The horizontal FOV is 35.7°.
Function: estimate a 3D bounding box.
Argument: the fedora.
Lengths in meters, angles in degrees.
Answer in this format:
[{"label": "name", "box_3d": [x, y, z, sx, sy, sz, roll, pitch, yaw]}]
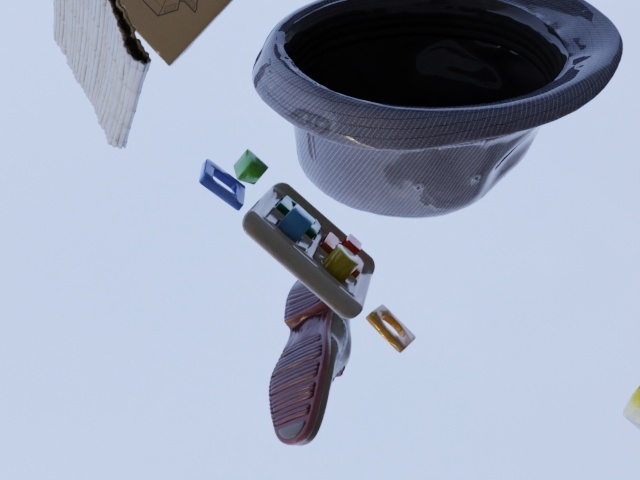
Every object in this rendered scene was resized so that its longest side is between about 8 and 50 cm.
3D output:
[{"label": "fedora", "box_3d": [0.085, -0.105, 0.776, 0.275, 0.244, 0.124, -18, -49, -21]}]

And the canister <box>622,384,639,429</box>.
[{"label": "canister", "box_3d": [0.358, 0.180, 0.880, 0.073, 0.170, 0.126, -47, -21, -6]}]

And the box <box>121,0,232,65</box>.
[{"label": "box", "box_3d": [-0.216, -0.392, 1.501, 0.164, 0.201, 0.021, 47, -164, -1]}]

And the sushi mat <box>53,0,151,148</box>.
[{"label": "sushi mat", "box_3d": [-0.216, -0.186, 0.944, 0.019, 0.316, 0.151, -28, -90, -16]}]

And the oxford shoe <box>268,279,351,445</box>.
[{"label": "oxford shoe", "box_3d": [0.004, 0.210, 1.699, 0.130, 0.123, 0.348, 44, -140, -32]}]

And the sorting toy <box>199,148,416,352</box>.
[{"label": "sorting toy", "box_3d": [0.000, 0.000, 1.252, 0.347, 0.196, 0.047, 41, -71, -4]}]
